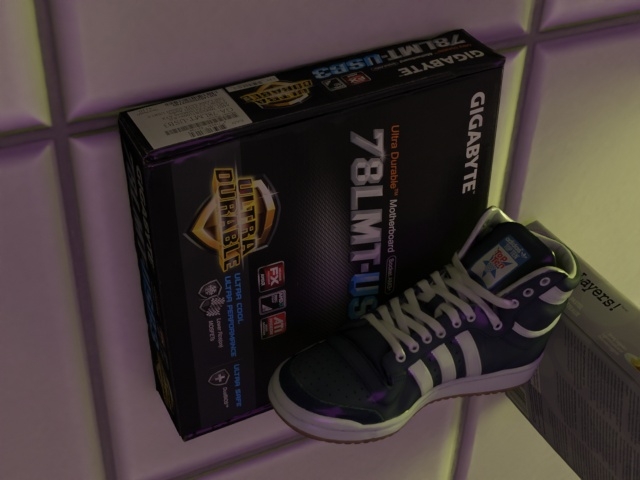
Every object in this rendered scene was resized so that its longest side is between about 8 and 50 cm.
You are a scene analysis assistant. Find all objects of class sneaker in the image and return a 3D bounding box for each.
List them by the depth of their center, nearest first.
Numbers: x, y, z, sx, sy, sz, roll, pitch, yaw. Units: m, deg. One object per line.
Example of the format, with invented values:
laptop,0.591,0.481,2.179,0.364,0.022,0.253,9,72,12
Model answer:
sneaker,0.093,0.061,0.761,0.282,0.099,0.153,-9,134,-36

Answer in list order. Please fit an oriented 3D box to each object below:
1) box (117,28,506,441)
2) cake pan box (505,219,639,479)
box,0.000,0.000,0.778,0.293,0.073,0.296,-16,131,-20
cake pan box,0.267,0.148,0.933,0.070,0.246,0.267,-26,133,-11
